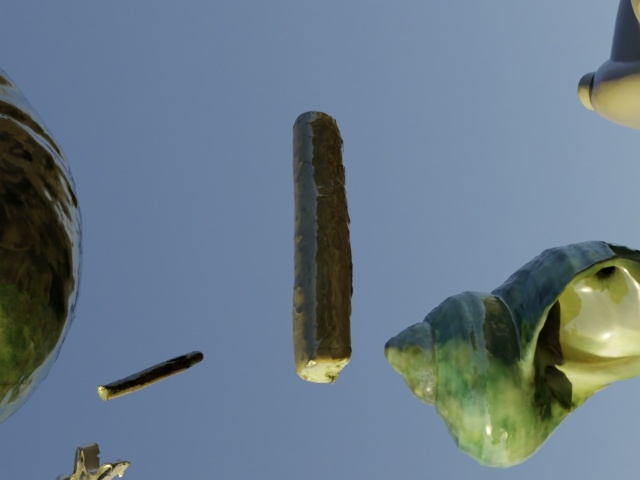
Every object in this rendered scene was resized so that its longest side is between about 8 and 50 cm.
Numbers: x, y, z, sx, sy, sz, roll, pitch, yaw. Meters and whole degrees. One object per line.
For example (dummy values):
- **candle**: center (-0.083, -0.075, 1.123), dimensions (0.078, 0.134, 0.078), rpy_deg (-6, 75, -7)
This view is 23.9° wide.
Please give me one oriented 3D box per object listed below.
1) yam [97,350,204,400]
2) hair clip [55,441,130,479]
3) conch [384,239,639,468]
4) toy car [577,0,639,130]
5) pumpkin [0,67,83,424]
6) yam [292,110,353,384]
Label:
- **yam**: center (-0.125, 0.101, 1.138), dimensions (0.107, 0.014, 0.014), rpy_deg (-18, -74, -49)
- **hair clip**: center (-0.297, 0.326, 1.698), dimensions (0.220, 0.054, 0.140), rpy_deg (-58, -9, 7)
- **conch**: center (0.149, 0.076, 1.076), dimensions (0.122, 0.188, 0.176), rpy_deg (55, 159, 27)
- **toy car**: center (0.342, -0.215, 1.283), dimensions (0.226, 0.336, 0.242), rpy_deg (16, -93, -25)
- **pumpkin**: center (-0.280, -0.003, 0.818), dimensions (0.207, 0.300, 0.300), rpy_deg (99, -170, -47)
- **yam**: center (0.000, 0.000, 1.862), dimensions (0.083, 0.083, 0.371), rpy_deg (52, -151, -52)
